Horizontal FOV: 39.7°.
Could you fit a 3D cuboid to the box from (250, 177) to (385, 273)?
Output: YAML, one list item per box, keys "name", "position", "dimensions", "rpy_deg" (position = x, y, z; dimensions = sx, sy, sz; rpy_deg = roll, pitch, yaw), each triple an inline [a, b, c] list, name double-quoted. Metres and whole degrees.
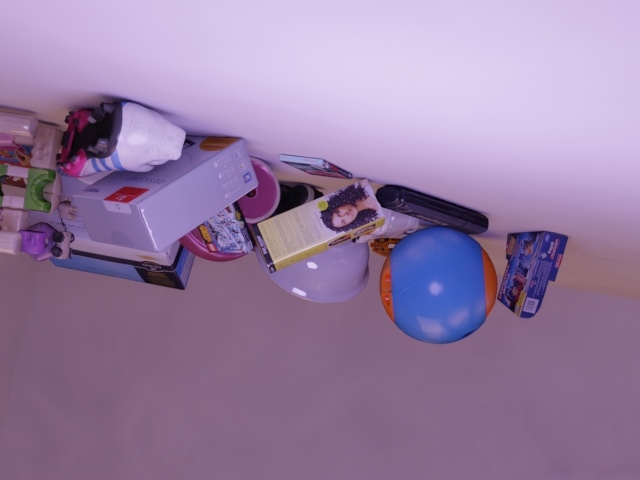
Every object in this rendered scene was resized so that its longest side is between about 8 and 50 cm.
- name: "box"
  position: [-0.004, -0.027, 1.613]
  dimensions: [0.232, 0.087, 0.058]
  rpy_deg: [-24, 164, -4]

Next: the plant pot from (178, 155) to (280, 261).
- name: "plant pot"
  position: [-0.169, -0.074, 1.682]
  dimensions: [0.201, 0.202, 0.180]
  rpy_deg: [13, 161, -23]

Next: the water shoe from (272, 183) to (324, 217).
- name: "water shoe"
  position: [-0.078, -0.056, 1.944]
  dimensions: [0.203, 0.073, 0.080]
  rpy_deg: [-24, 155, 35]

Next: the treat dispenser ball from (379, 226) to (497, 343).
- name: "treat dispenser ball"
  position: [0.288, 0.110, 2.180]
  dimensions: [0.288, 0.288, 0.288]
  rpy_deg: [11, 177, 1]

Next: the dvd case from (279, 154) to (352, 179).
- name: "dvd case"
  position: [-0.006, -0.128, 1.558]
  dimensions: [0.087, 0.013, 0.119]
  rpy_deg: [9, 177, 29]

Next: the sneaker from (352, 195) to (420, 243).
- name: "sneaker"
  position: [0.144, -0.037, 1.921]
  dimensions: [0.121, 0.099, 0.262]
  rpy_deg: [7, 179, -10]

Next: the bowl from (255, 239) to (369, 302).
- name: "bowl"
  position: [0.000, 0.000, 2.162]
  dimensions: [0.297, 0.134, 0.298]
  rpy_deg: [14, -140, -12]

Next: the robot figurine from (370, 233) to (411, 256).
- name: "robot figurine"
  position: [0.270, 0.019, 2.475]
  dimensions: [0.290, 0.085, 0.211]
  rpy_deg: [12, 176, -20]

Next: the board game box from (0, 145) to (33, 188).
- name: "board game box"
  position: [-0.727, -0.194, 1.922]
  dimensions: [0.281, 0.145, 0.027]
  rpy_deg: [11, -142, 1]

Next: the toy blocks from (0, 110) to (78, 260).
- name: "toy blocks"
  position: [-0.654, -0.112, 1.757]
  dimensions: [0.259, 0.289, 0.309]
  rpy_deg: [7, 179, 6]

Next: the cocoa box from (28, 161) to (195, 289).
- name: "cocoa box"
  position: [-0.470, -0.050, 2.095]
  dimensions: [0.346, 0.232, 0.228]
  rpy_deg: [10, 157, 8]

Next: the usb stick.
- name: "usb stick"
  position: [0.220, -0.057, 1.711]
  dimensions: [0.278, 0.045, 0.077]
  rpy_deg: [15, 176, -42]

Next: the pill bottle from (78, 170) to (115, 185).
- name: "pill bottle"
  position: [-0.404, -0.148, 1.751]
  dimensions: [0.107, 0.108, 0.180]
  rpy_deg: [10, 176, 15]

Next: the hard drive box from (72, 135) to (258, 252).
- name: "hard drive box"
  position: [-0.248, -0.081, 1.437]
  dimensions: [0.181, 0.089, 0.232]
  rpy_deg: [8, -145, 41]

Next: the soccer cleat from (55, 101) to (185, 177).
- name: "soccer cleat"
  position: [-0.321, -0.147, 1.411]
  dimensions: [0.143, 0.116, 0.331]
  rpy_deg: [14, 176, -29]

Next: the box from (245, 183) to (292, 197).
- name: "box"
  position: [-0.128, -0.105, 2.083]
  dimensions: [0.159, 0.044, 0.233]
  rpy_deg: [13, 176, -33]

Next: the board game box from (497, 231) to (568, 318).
- name: "board game box"
  position: [0.459, 0.058, 1.972]
  dimensions: [0.060, 0.194, 0.194]
  rpy_deg: [13, -169, -10]

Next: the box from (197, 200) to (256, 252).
- name: "box"
  position: [-0.180, -0.039, 1.572]
  dimensions: [0.093, 0.027, 0.137]
  rpy_deg: [0, 127, 30]

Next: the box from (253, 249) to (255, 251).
- name: "box"
  position: [-0.132, -0.040, 2.260]
  dimensions: [0.164, 0.021, 0.201]
  rpy_deg: [12, -140, -16]
